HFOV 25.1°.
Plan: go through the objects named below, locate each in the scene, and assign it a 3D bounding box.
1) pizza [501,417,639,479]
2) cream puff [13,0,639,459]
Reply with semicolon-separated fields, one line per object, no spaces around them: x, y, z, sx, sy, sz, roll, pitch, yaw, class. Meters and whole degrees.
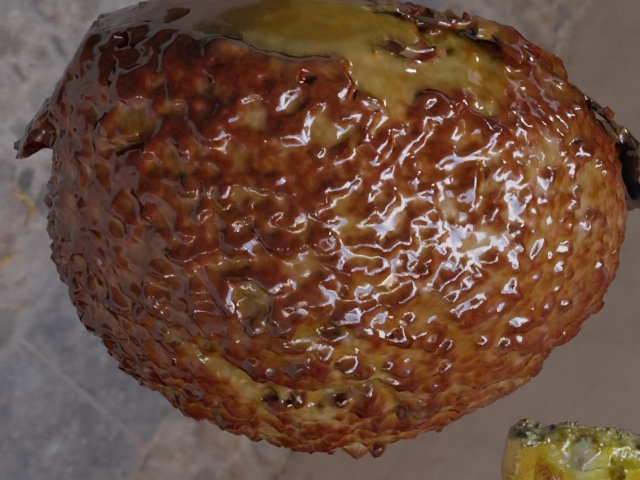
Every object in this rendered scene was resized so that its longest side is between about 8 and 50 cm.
0.376;0.303;1.867;0.280;0.287;0.075;59;24;-44;pizza
-0.003;0.000;0.793;0.350;0.350;0.229;27;73;-48;cream puff
